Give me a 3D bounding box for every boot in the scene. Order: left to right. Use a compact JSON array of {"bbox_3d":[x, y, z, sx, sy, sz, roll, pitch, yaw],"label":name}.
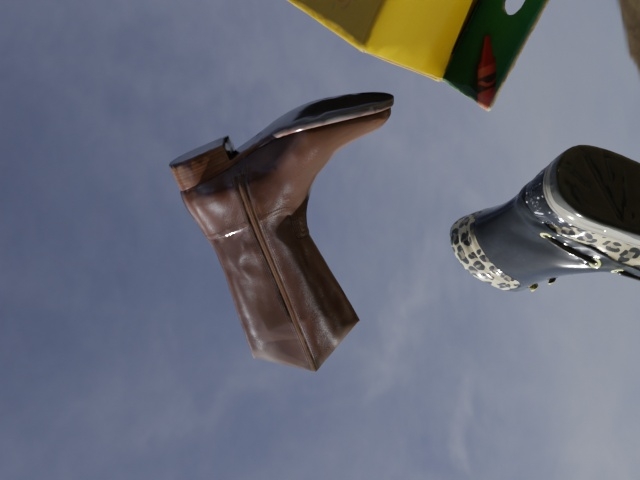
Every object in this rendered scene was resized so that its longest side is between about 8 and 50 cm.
[{"bbox_3d":[0.000,0.000,0.382,0.037,0.106,0.114,-64,-46,-65],"label":"boot"},{"bbox_3d":[0.248,0.006,0.748,0.236,0.178,0.085,22,-114,-19],"label":"boot"}]

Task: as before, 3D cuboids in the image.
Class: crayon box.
[{"bbox_3d":[0.041,-0.245,0.575,0.081,0.318,0.202,10,-66,-40],"label":"crayon box"}]
